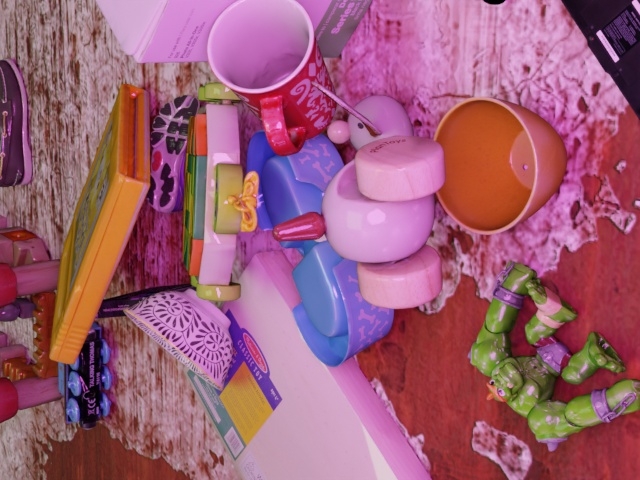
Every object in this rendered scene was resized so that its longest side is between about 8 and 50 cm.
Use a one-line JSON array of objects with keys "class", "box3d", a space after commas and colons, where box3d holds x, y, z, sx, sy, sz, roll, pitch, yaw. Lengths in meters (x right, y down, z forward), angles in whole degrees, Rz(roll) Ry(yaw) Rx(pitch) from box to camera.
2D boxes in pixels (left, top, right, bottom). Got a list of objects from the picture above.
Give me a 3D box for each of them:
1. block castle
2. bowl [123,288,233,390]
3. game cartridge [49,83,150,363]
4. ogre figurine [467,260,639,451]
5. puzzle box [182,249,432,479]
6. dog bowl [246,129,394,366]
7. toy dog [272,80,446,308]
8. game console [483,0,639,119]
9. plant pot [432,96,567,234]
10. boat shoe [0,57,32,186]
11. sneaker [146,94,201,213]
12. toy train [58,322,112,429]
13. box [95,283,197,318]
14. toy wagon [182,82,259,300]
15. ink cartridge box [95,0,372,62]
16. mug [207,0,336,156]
[{"class": "block castle", "box3d": [-0.659, 0.123, 2.024, 0.453, 0.213, 0.303, 21, 113, 45]}, {"class": "bowl", "box3d": [-0.171, 0.117, 1.469, 0.170, 0.080, 0.170, 37, 167, 10]}, {"class": "game cartridge", "box3d": [-0.323, -0.028, 1.608, 0.324, 0.052, 0.285, -61, 22, 27]}, {"class": "ogre figurine", "box3d": [0.226, 0.125, 1.113, 0.197, 0.097, 0.118, 42, 110, 16]}, {"class": "puzzle box", "box3d": [-0.025, 0.249, 1.448, 0.409, 0.052, 0.272, 57, 135, 25]}, {"class": "dog bowl", "box3d": [0.000, 0.000, 1.325, 0.297, 0.074, 0.166, 68, 156, 13]}, {"class": "toy dog", "box3d": [0.030, -0.053, 1.124, 0.334, 0.161, 0.220, -111, 18, -84]}, {"class": "game console", "box3d": [0.249, -0.257, 1.041, 0.213, 0.044, 0.361, -47, 62, 45]}, {"class": "plant pot", "box3d": [0.191, -0.078, 1.102, 0.134, 0.095, 0.134, 12, 106, 48]}, {"class": "boat shoe", "box3d": [-0.562, -0.208, 1.955, 0.081, 0.068, 0.228, -1, 97, 49]}, {"class": "sneaker", "box3d": [-0.202, -0.122, 1.570, 0.068, 0.071, 0.170, 17, 95, 28]}, {"class": "toy train", "box3d": [-0.399, 0.222, 1.856, 0.105, 0.080, 0.184, 29, 121, 52]}, {"class": "box", "box3d": [-0.253, 0.089, 1.627, 0.162, 0.116, 0.029, -10, 93, 50]}, {"class": "toy wagon", "box3d": [-0.129, -0.061, 1.376, 0.344, 0.068, 0.267, -152, 64, -79]}, {"class": "ink cartridge box", "box3d": [-0.111, -0.315, 1.249, 0.211, 0.289, 0.121, 58, 135, 23]}, {"class": "mug", "box3d": [-0.050, -0.163, 1.201, 0.113, 0.169, 0.150, 17, 79, 17]}]
